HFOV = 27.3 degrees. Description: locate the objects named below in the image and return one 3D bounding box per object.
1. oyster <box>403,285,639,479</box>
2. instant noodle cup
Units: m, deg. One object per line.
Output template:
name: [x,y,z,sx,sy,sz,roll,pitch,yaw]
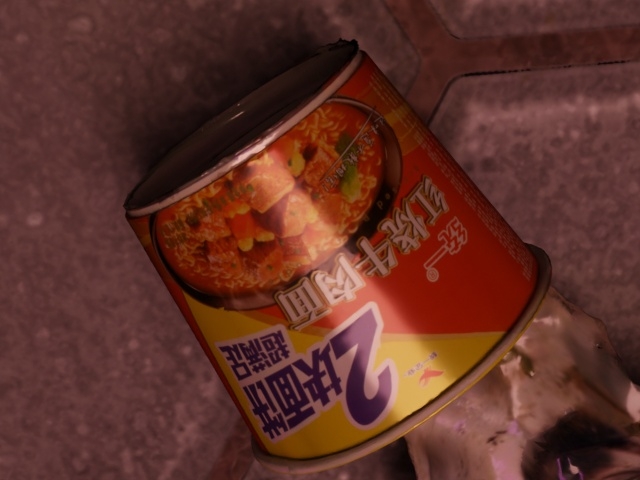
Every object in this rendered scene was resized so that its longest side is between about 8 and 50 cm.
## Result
oyster: [0.189,0.194,0.913,0.351,0.115,0.238,32,93,-26]
instant noodle cup: [0.000,0.000,0.754,0.213,0.213,0.174,-34,105,2]
